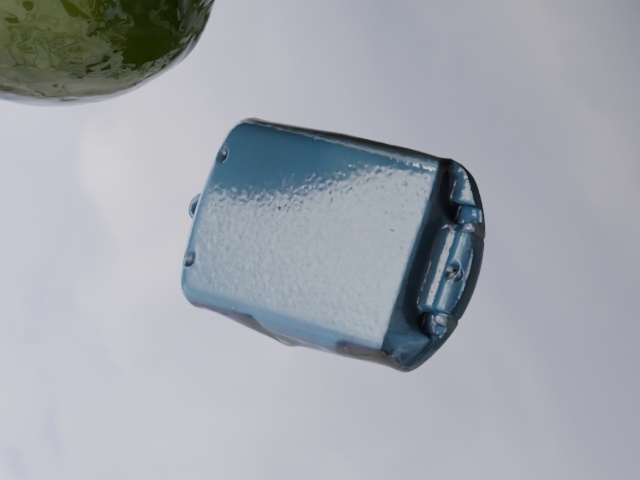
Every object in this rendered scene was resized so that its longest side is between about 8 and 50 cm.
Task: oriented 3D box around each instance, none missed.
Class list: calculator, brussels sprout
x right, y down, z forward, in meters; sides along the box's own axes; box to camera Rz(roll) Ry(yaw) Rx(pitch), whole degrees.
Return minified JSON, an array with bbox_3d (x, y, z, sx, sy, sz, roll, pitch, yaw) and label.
[{"bbox_3d":[0.000,0.000,1.253,0.051,0.293,0.173,21,-95,-50],"label":"calculator"},{"bbox_3d":[-0.235,-0.256,1.264,0.344,0.344,0.268,51,-133,-40],"label":"brussels sprout"}]
